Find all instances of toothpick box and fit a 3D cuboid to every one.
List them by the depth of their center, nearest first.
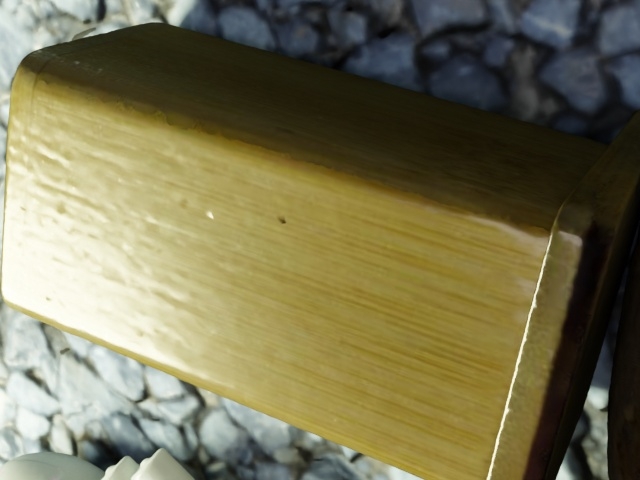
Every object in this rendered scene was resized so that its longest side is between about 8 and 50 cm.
[{"bbox_3d":[0.000,0.000,0.587,0.308,0.190,0.187,18,116,19],"label":"toothpick box"}]

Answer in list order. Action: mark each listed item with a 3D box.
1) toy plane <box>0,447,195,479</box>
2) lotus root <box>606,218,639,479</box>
[{"bbox_3d":[-0.140,0.253,0.767,0.252,0.118,0.252,7,108,20],"label":"toy plane"},{"bbox_3d":[0.202,-0.008,0.533,0.078,0.167,0.329,23,109,54],"label":"lotus root"}]
